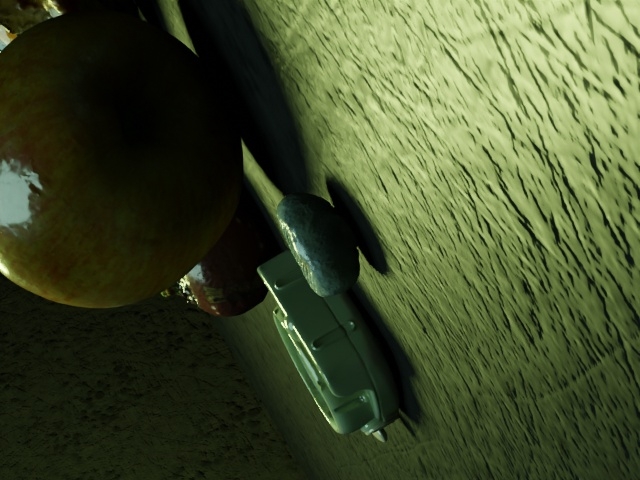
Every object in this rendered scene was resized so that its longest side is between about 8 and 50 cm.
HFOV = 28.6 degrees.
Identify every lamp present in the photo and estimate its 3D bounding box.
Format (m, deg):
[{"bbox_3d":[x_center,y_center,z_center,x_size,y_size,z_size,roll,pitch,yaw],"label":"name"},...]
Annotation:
[{"bbox_3d":[-0.126,0.015,1.388,0.157,0.135,0.156,56,171,18],"label":"lamp"}]

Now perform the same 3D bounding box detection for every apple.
[{"bbox_3d":[-0.195,-0.077,1.129,0.264,0.264,0.264,59,171,15],"label":"apple"}]

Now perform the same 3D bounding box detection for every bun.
[{"bbox_3d":[0.000,0.000,0.909,0.083,0.045,0.083,62,172,15],"label":"bun"}]

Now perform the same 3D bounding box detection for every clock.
[{"bbox_3d":[0.012,0.104,1.112,0.151,0.062,0.191,56,170,34],"label":"clock"}]

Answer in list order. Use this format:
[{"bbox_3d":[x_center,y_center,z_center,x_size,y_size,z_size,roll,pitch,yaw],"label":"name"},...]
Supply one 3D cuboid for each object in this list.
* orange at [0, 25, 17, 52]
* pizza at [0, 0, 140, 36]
[{"bbox_3d":[-0.337,-0.280,1.532,0.234,0.182,0.235,158,90,-87],"label":"orange"},{"bbox_3d":[-0.300,-0.310,1.240,0.440,0.130,0.406,58,-168,-3],"label":"pizza"}]
